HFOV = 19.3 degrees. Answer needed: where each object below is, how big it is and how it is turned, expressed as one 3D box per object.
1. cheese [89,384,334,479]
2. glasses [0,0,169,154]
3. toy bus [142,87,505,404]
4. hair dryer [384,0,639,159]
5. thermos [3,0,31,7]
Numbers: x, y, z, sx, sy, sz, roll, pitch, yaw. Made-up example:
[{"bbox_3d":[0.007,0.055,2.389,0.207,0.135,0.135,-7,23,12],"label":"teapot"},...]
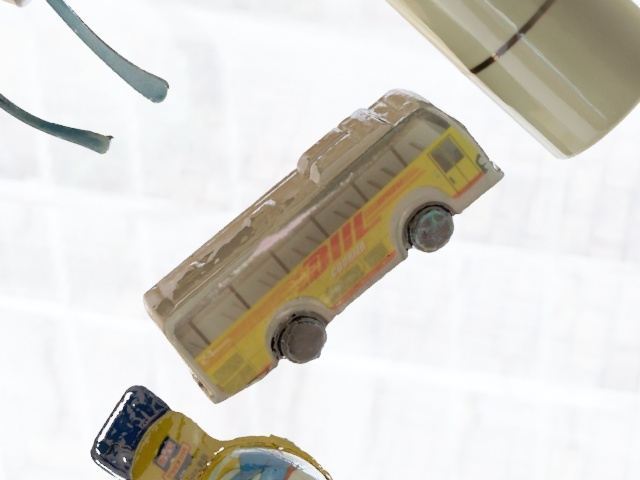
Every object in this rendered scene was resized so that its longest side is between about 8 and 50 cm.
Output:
[{"bbox_3d":[-0.075,0.230,1.624,0.069,0.270,0.177,-43,-166,53],"label":"cheese"},{"bbox_3d":[-0.203,-0.162,1.283,0.189,0.220,0.088,-35,-156,59],"label":"glasses"},{"bbox_3d":[0.000,0.000,1.352,0.106,0.268,0.092,52,-5,-25],"label":"toy bus"},{"bbox_3d":[0.211,-0.255,1.415,0.362,0.203,0.128,-53,-169,-22],"label":"hair dryer"},{"bbox_3d":[-0.349,-0.280,1.574,0.146,0.265,0.176,99,8,-49],"label":"thermos"}]
